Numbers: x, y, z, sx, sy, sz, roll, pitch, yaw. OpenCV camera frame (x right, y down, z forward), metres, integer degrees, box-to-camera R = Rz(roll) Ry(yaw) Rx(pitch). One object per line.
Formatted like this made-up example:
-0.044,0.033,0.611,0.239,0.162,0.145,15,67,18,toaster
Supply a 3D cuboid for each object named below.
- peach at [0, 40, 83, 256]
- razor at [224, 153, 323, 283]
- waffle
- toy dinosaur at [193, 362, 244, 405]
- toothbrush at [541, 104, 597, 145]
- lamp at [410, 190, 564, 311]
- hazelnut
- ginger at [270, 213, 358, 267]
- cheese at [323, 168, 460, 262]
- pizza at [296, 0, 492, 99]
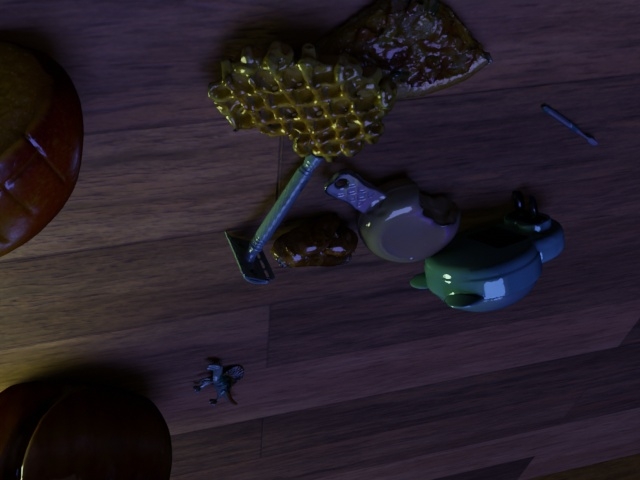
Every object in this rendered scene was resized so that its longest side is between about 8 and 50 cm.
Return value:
-0.400,-0.105,0.882,0.274,0.249,0.245,-31,179,-4,peach
-0.068,-0.050,1.219,0.068,0.106,0.232,13,122,-37,razor
-0.028,-0.182,1.024,0.253,0.056,0.249,7,159,-14,waffle
-0.206,0.310,1.655,0.106,0.044,0.187,-46,137,11,toy dinosaur
0.421,-0.195,1.281,0.167,0.014,0.011,21,131,-38,toothbrush
0.317,0.035,1.390,0.284,0.209,0.147,-39,118,-11,lamp
-0.482,0.441,1.478,0.409,0.359,0.359,9,137,-45,hazelnut
0.000,0.000,1.310,0.162,0.073,0.103,-1,155,-32,ginger
0.116,-0.050,1.283,0.163,0.082,0.286,-37,139,23,cheese
0.115,-0.263,1.020,0.292,0.058,0.197,-3,142,-19,pizza
